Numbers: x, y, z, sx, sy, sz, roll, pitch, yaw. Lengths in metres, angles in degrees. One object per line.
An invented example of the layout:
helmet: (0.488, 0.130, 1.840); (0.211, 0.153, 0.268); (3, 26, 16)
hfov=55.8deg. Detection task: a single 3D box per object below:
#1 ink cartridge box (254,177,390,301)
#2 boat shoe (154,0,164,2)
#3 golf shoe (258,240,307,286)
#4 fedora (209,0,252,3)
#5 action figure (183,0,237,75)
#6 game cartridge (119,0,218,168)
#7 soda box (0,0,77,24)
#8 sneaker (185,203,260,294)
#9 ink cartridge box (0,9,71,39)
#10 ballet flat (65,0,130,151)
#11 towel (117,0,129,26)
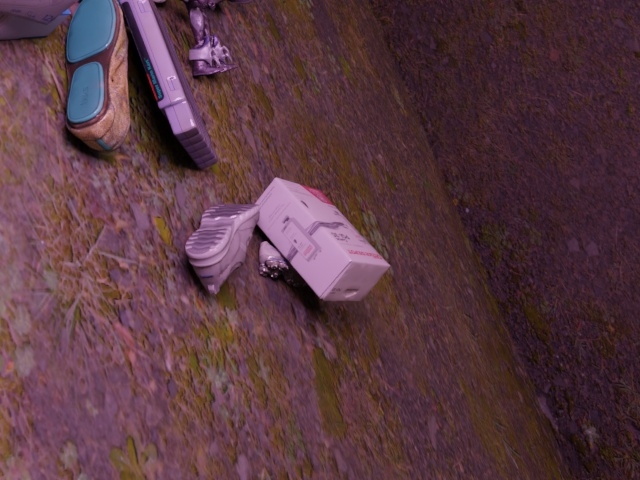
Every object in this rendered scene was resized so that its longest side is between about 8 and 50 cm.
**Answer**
ink cartridge box: (0.000, 0.000, 1.395); (0.283, 0.117, 0.207); (48, 19, 26)
boat shoe: (-0.403, -0.670, 1.456); (0.081, 0.079, 0.227); (-11, 72, -56)
golf shoe: (-0.073, 0.051, 1.394); (0.176, 0.069, 0.086); (29, 37, -47)
fedora: (-0.293, -0.721, 1.582); (0.275, 0.244, 0.124); (52, 59, -23)
action figure: (-0.294, -0.543, 1.453); (0.185, 0.099, 0.285); (-78, 153, -73)
game cartridge: (-0.313, -0.340, 1.234); (0.230, 0.068, 0.355); (59, 9, -80)
soda box: (-0.492, -0.403, 0.871); (0.098, 0.091, 0.286); (66, 23, 3)
sneaker: (-0.196, 0.005, 1.230); (0.281, 0.105, 0.115); (-60, 147, -60)
ink cartridge box: (-0.545, -0.447, 1.027); (0.190, 0.082, 0.139); (58, 28, -7)
ballet flat: (-0.406, -0.308, 1.125); (0.123, 0.123, 0.348); (28, 43, -46)
towel: (-0.502, -0.655, 1.272); (0.271, 0.040, 0.370); (22, 53, -46)
